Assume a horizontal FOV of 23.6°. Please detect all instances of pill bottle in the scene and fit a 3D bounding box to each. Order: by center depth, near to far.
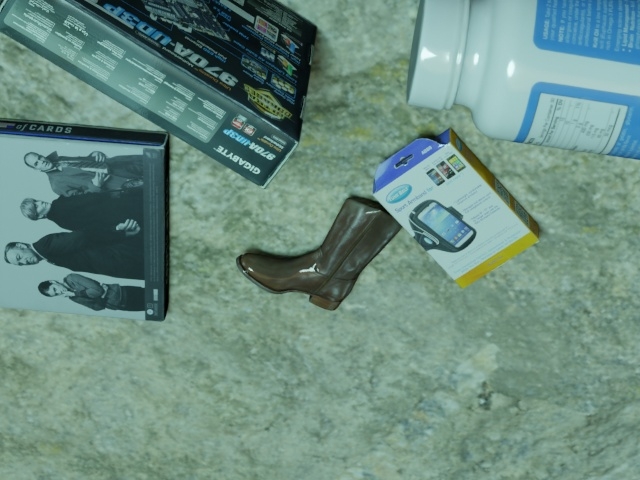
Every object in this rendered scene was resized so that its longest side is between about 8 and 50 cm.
[{"bbox_3d":[0.178,-0.129,1.116,0.221,0.124,0.124,9,125,-1],"label":"pill bottle"}]

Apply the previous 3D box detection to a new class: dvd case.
[{"bbox_3d":[-0.246,-0.018,1.281,0.238,0.030,0.179,5,125,1],"label":"dvd case"}]

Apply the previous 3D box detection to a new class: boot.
[{"bbox_3d":[0.000,0.000,1.269,0.106,0.037,0.114,19,128,-24],"label":"boot"}]

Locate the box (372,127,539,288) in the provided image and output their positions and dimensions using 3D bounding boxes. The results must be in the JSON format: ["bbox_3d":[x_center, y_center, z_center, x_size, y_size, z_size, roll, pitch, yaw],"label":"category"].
[{"bbox_3d":[0.106,-0.030,1.248,0.081,0.028,0.136,-33,113,24],"label":"box"}]

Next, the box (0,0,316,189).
[{"bbox_3d":[-0.109,-0.152,1.091,0.220,0.175,0.051,30,122,-16],"label":"box"}]
